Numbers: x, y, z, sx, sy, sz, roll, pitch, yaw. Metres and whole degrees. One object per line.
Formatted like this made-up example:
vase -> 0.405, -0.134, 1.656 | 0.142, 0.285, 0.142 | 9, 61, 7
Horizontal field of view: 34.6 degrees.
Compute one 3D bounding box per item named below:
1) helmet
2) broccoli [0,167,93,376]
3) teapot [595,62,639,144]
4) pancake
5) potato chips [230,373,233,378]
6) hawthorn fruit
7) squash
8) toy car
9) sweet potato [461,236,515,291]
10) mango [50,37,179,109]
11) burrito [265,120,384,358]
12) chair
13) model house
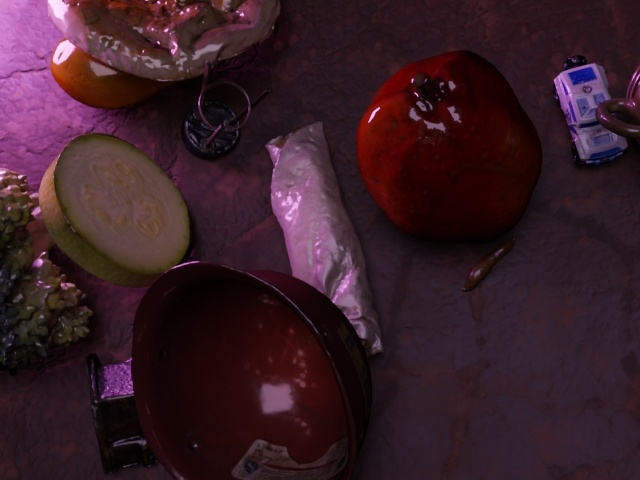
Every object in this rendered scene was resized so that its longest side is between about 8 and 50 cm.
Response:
helmet -> -0.067, 0.177, 1.428 | 0.337, 0.230, 0.385 | -14, 100, 31
broccoli -> -0.510, 0.020, 1.549 | 0.293, 0.281, 0.348 | 2, 111, 29
teapot -> 0.518, -0.206, 1.497 | 0.267, 0.186, 0.175 | -17, 38, -20
pancake -> -0.247, -0.398, 1.637 | 0.386, 0.082, 0.387 | 0, 51, 0
potato chips -> -0.144, 0.228, 1.551 | 0.037, 0.026, 0.204 | 22, 78, 9
hawthorn fruit -> 0.172, -0.143, 1.461 | 0.265, 0.307, 0.265 | -12, 60, 21
squash -> -0.302, -0.045, 1.550 | 0.049, 0.252, 0.252 | -38, 70, 33
toy car -> 0.409, -0.201, 1.564 | 0.080, 0.070, 0.171 | -14, 74, 5
sweet potato -> 0.254, 0.033, 1.546 | 0.115, 0.026, 0.026 | -44, 74, -4
mango -> -0.312, -0.284, 1.670 | 0.253, 0.113, 0.139 | -7, 70, -1
burrito -> 0.000, 0.000, 1.568 | 0.117, 0.076, 0.392 | -19, 71, 9
chair -> -0.150, -0.194, 1.588 | 0.095, 0.221, 0.104 | -6, 82, -20
model house -> -0.267, 0.254, 1.534 | 0.152, 0.106, 0.165 | -9, 110, -6
